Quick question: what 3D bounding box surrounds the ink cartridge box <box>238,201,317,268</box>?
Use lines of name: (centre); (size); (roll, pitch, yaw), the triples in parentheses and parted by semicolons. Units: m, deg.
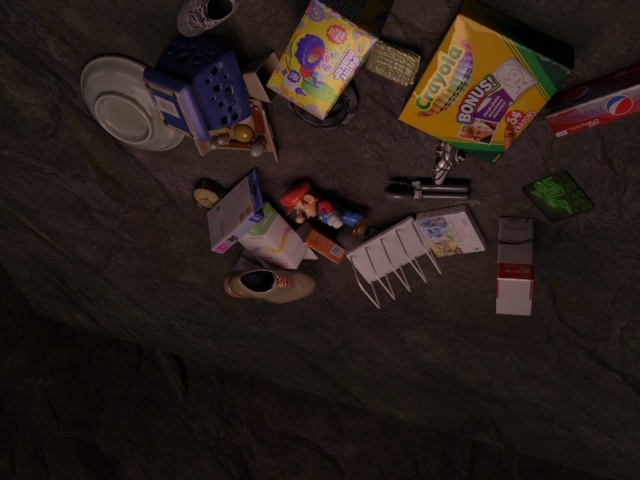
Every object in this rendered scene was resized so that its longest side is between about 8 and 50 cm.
ink cartridge box: (-0.195, 0.008, 2.268); (0.207, 0.119, 0.353); (-2, 140, 47)

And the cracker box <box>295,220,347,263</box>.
cracker box: (0.000, 0.000, 2.133); (0.155, 0.067, 0.232); (32, -176, -15)

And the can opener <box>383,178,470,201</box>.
can opener: (0.354, -0.158, 1.875); (0.280, 0.093, 0.074); (0, 138, 17)

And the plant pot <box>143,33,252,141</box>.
plant pot: (-0.377, -0.447, 1.690); (0.236, 0.212, 0.236); (27, 150, 31)

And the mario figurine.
mario figurine: (-0.001, -0.085, 2.055); (0.320, 0.170, 0.198); (22, 140, -5)

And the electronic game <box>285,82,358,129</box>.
electronic game: (0.002, -0.433, 1.724); (0.229, 0.048, 0.229); (11, 141, 9)

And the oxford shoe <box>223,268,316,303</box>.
oxford shoe: (-0.174, 0.179, 2.237); (0.396, 0.141, 0.146); (0, 171, -30)

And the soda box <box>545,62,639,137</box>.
soda box: (0.722, -0.359, 1.447); (0.263, 0.092, 0.083); (-15, 130, 38)

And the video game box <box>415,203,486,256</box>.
video game box: (0.465, -0.030, 2.008); (0.187, 0.048, 0.205); (-12, 132, 32)

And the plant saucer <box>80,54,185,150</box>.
plant saucer: (-0.668, -0.448, 1.973); (0.400, 0.101, 0.400); (13, 143, 10)

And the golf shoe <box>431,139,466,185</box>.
golf shoe: (0.400, -0.241, 1.754); (0.093, 0.077, 0.198); (12, 143, 11)

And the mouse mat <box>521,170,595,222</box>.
mouse mat: (0.751, -0.135, 1.782); (0.189, 0.007, 0.152); (40, 139, -22)

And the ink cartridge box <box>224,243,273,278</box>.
ink cartridge box: (-0.289, 0.110, 2.384); (0.158, 0.218, 0.092); (38, 140, -22)

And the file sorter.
file sorter: (0.272, 0.087, 2.037); (0.277, 0.173, 0.193); (-31, 132, 11)

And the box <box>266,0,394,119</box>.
box: (0.035, -0.518, 1.416); (0.177, 0.279, 0.290); (29, 141, -11)

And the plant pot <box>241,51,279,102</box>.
plant pot: (-0.180, -0.490, 1.700); (0.096, 0.109, 0.109); (8, 143, 35)

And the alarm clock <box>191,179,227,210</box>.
alarm clock: (-0.450, -0.171, 2.241); (0.129, 0.064, 0.192); (32, 138, -15)

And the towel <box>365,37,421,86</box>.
towel: (0.201, -0.495, 1.563); (0.148, 0.027, 0.110); (24, 145, 8)

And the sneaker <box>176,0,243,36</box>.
sneaker: (-0.314, -0.641, 1.557); (0.281, 0.115, 0.105); (-19, 128, 40)

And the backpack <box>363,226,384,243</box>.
backpack: (0.221, 0.014, 2.144); (0.114, 0.084, 0.105); (12, 144, 7)

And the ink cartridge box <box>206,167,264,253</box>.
ink cartridge box: (-0.308, -0.108, 2.113); (0.065, 0.186, 0.311); (19, 134, -40)

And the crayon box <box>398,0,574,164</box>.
crayon box: (0.427, -0.410, 1.509); (0.313, 0.106, 0.363); (24, 143, -4)

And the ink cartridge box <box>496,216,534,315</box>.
ink cartridge box: (0.648, 0.082, 1.880); (0.114, 0.273, 0.197); (1, 139, 18)

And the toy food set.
toy food set: (-0.301, -0.365, 1.910); (0.306, 0.092, 0.220); (6, 141, 18)
